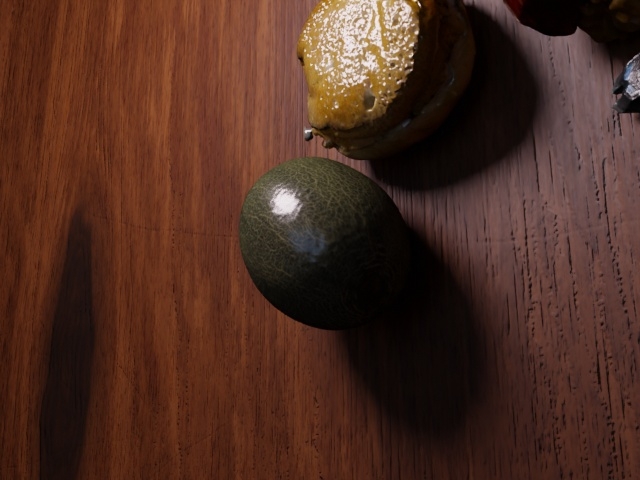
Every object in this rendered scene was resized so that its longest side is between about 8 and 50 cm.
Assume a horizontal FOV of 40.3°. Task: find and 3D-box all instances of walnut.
[{"bbox_3d":[0.324,-0.369,1.057,0.221,0.269,0.244,-16,67,8],"label":"walnut"}]

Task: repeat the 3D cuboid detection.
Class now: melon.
[{"bbox_3d":[0.000,0.000,1.302,0.238,0.237,0.301,-62,38,13],"label":"melon"}]

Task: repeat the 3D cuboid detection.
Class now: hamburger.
[{"bbox_3d":[0.091,-0.271,1.344,0.314,0.170,0.290,-28,55,40],"label":"hamburger"}]

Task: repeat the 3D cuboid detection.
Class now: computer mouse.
[{"bbox_3d":[0.414,-0.201,1.064,0.135,0.047,0.079,-36,41,49],"label":"computer mouse"}]
